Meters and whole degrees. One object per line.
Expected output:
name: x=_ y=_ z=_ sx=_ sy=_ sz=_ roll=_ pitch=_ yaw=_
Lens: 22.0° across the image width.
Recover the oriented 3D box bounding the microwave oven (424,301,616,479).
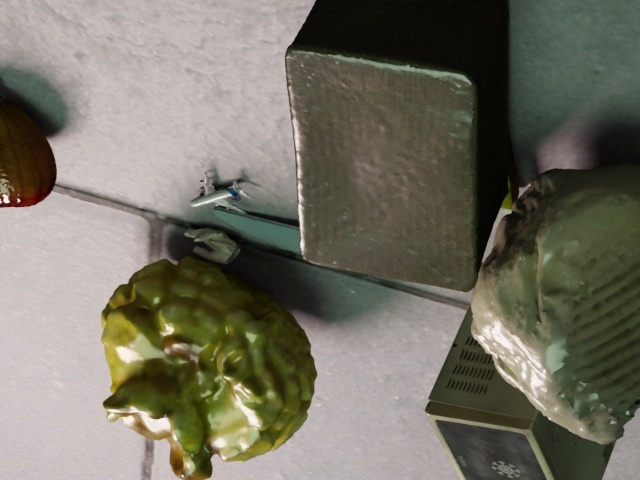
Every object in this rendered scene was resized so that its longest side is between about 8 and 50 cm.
microwave oven: x=0.237 y=0.199 z=1.897 sx=0.145 sy=0.194 sz=0.240 roll=5 pitch=144 yaw=29

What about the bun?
bun: x=0.277 y=0.044 z=1.631 sx=0.281 sy=0.281 sz=0.205 roll=39 pitch=177 yaw=-27

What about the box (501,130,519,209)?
box: x=0.102 y=-0.087 z=1.698 sx=0.193 sy=0.030 sz=0.121 roll=6 pitch=144 yaw=18

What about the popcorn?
popcorn: x=-0.137 y=0.150 z=1.969 sx=0.258 sy=0.270 sz=0.224 roll=-11 pitch=-175 yaw=3

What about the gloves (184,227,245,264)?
gloves: x=-0.124 y=0.008 z=1.936 sx=0.081 sy=0.037 sz=0.044 roll=29 pitch=120 yaw=4

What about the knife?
knife: x=0.001 y=0.001 z=1.881 sx=0.260 sy=0.034 sz=0.063 roll=12 pitch=153 yaw=21

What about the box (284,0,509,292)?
box: x=0.075 y=-0.103 z=1.556 sx=0.184 sy=0.143 sz=0.273 roll=10 pitch=135 yaw=16

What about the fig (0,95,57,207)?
fig: x=-0.361 y=-0.110 z=1.858 sx=0.119 sy=0.153 sz=0.119 roll=-8 pitch=180 yaw=0

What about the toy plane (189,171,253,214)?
toy plane: x=-0.116 y=-0.051 z=1.863 sx=0.084 sy=0.024 sz=0.078 roll=-5 pitch=140 yaw=42
